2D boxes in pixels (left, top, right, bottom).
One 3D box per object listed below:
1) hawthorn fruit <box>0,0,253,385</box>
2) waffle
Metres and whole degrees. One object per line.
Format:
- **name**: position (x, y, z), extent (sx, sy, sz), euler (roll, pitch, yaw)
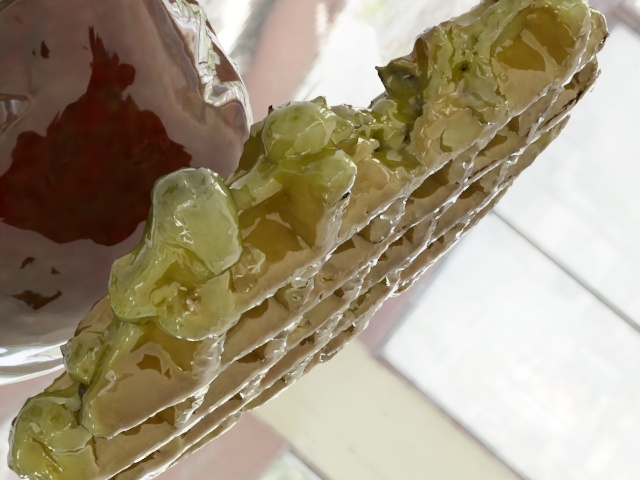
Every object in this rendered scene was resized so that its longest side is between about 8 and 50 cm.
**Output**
- **hawthorn fruit**: position (-0.191, -0.055, 0.820), extent (0.325, 0.308, 0.308), euler (-58, 171, -5)
- **waffle**: position (0.005, -0.003, 0.586), extent (0.281, 0.058, 0.301), euler (-51, 168, 34)
